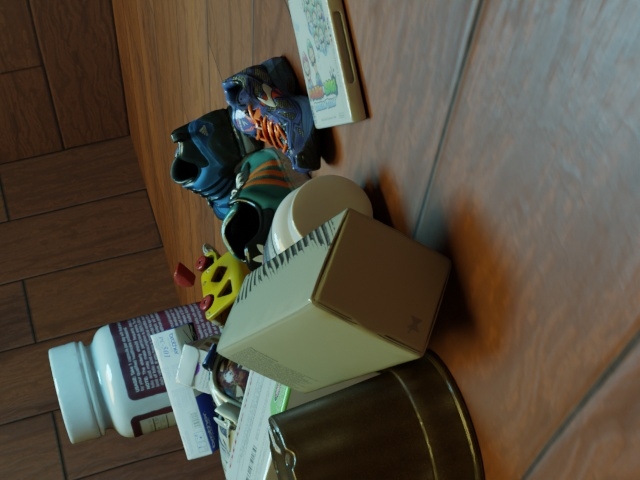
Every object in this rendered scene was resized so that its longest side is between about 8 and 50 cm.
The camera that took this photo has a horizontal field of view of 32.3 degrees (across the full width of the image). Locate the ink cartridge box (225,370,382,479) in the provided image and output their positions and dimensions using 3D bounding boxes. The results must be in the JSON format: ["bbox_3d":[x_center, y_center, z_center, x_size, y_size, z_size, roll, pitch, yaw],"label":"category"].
[{"bbox_3d":[-0.026,0.233,1.345,0.273,0.115,0.198,176,108,-78],"label":"ink cartridge box"}]

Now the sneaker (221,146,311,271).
[{"bbox_3d":[-0.076,-0.042,1.402,0.302,0.121,0.108,-131,30,-65],"label":"sneaker"}]

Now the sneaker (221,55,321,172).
[{"bbox_3d":[-0.056,-0.139,1.287,0.221,0.087,0.083,-122,20,-55],"label":"sneaker"}]

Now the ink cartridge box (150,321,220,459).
[{"bbox_3d":[-0.209,0.240,1.782,0.097,0.046,0.207,-13,-94,-78],"label":"ink cartridge box"}]

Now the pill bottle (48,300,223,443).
[{"bbox_3d":[-0.307,0.250,2.134,0.224,0.392,0.224,166,90,-78],"label":"pill bottle"}]

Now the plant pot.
[{"bbox_3d":[0.045,0.204,1.039,0.167,0.165,0.166,165,90,-77],"label":"plant pot"}]

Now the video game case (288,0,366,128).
[{"bbox_3d":[0.004,-0.187,1.121,0.157,0.019,0.143,-166,63,-77],"label":"video game case"}]

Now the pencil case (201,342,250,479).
[{"bbox_3d":[-0.086,0.305,1.696,0.160,0.183,0.410,36,147,28],"label":"pencil case"}]

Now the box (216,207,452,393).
[{"bbox_3d":[0.003,0.065,1.016,0.275,0.113,0.094,-31,35,63],"label":"box"}]

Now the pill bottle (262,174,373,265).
[{"bbox_3d":[0.000,0.000,1.145,0.180,0.108,0.108,116,138,-71],"label":"pill bottle"}]

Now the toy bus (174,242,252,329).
[{"bbox_3d":[-0.131,0.066,1.811,0.202,0.104,0.191,53,-160,8],"label":"toy bus"}]

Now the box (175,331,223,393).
[{"bbox_3d":[-0.150,0.190,1.803,0.324,0.063,0.067,-6,-67,-77],"label":"box"}]

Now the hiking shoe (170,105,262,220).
[{"bbox_3d":[-0.171,-0.117,1.721,0.304,0.132,0.113,101,152,-63],"label":"hiking shoe"}]
